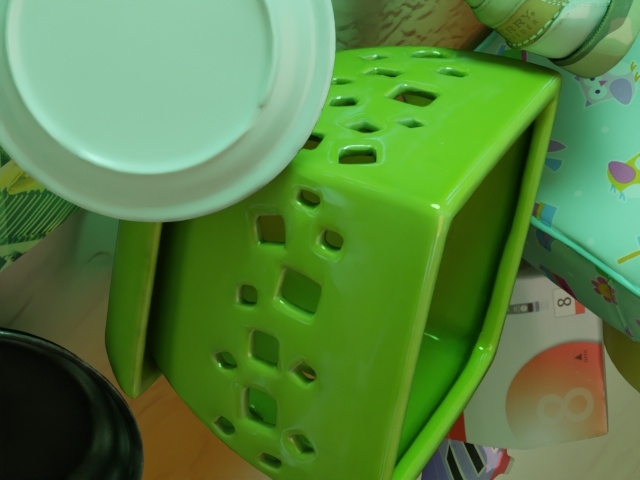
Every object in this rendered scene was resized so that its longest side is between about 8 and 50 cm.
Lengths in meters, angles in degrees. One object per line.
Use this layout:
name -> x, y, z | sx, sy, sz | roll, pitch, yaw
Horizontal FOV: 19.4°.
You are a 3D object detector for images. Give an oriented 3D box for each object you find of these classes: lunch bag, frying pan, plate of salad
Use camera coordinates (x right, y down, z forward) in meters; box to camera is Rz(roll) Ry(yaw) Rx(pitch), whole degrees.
lunch bag -> 0.227, -0.065, 1.269 | 0.224, 0.279, 0.108 | -45, 143, -9
frying pan -> -0.222, 0.179, 1.189 | 0.197, 0.053, 0.326 | 9, 124, -11
plate of salad -> -0.090, -0.108, 0.988 | 0.048, 0.200, 0.200 | -68, -177, -73

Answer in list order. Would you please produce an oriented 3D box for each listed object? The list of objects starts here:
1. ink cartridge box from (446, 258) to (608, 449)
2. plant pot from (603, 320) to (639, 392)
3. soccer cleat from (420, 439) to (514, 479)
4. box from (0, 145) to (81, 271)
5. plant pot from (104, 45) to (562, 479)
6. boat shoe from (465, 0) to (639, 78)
ink cartridge box -> 0.122, 0.090, 1.399 | 0.179, 0.045, 0.145 | -11, 114, -9
plant pot -> 0.318, 0.008, 1.453 | 0.254, 0.254, 0.239 | -27, 150, -24
soccer cleat -> 0.123, 0.106, 1.471 | 0.095, 0.083, 0.248 | 18, 111, -22
box -> -0.245, -0.093, 1.001 | 0.232, 0.058, 0.322 | -40, 139, -12
plant pot -> 0.000, 0.000, 1.135 | 0.227, 0.207, 0.228 | -45, 151, -55
boat shoe -> 0.164, -0.255, 1.151 | 0.103, 0.113, 0.302 | 21, 69, -21
